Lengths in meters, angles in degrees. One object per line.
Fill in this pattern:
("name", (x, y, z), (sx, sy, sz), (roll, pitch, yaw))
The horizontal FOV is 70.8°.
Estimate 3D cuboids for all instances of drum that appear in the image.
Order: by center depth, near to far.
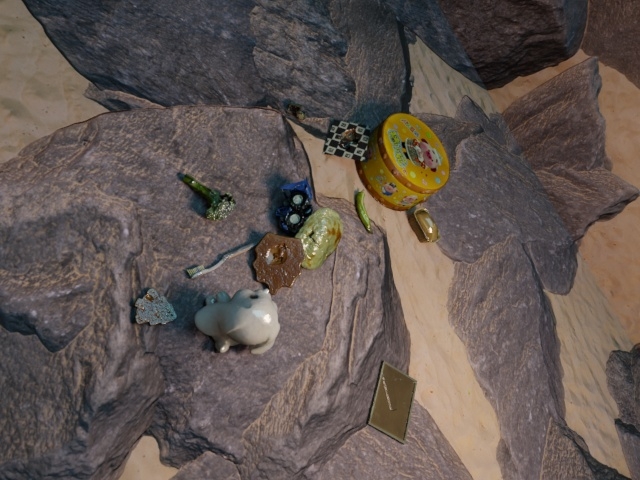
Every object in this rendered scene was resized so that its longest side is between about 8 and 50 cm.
("drum", (0.383, -0.368, 2.106), (0.430, 0.214, 0.432), (15, 61, -28))

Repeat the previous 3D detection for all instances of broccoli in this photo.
("broccoli", (-0.386, -0.155, 1.548), (0.204, 0.118, 0.122), (40, 80, 7))

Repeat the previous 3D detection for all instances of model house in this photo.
("model house", (-0.102, -0.568, 1.970), (0.083, 0.057, 0.058), (17, 31, -6))

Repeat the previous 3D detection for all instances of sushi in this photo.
("sushi", (0.123, -0.443, 2.039), (0.192, 0.040, 0.210), (12, 62, 6))

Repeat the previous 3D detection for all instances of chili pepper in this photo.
("chili pepper", (0.185, -0.126, 1.967), (0.049, 0.043, 0.208), (15, 62, -58))

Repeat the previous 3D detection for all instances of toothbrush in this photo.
("toothbrush", (-0.292, 0.045, 1.551), (0.375, 0.028, 0.037), (-28, 78, -40))

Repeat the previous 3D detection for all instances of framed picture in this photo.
("framed picture", (0.273, 0.604, 1.690), (0.184, 0.016, 0.250), (34, 53, -18))

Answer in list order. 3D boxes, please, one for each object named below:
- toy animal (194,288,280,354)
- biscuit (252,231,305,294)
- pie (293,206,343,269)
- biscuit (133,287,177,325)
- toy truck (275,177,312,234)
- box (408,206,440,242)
("toy animal", (-0.247, 0.244, 1.349), (0.248, 0.289, 0.174), (14, 61, -6))
("biscuit", (-0.149, 0.086, 1.586), (0.182, 0.034, 0.216), (12, 80, -4))
("pie", (0.000, 0.000, 1.689), (0.248, 0.090, 0.201), (-55, 136, -12))
("biscuit", (-0.489, 0.209, 1.339), (0.129, 0.019, 0.120), (29, 54, -20))
("toy truck", (-0.098, -0.130, 1.709), (0.126, 0.113, 0.208), (9, 72, 12))
("box", (0.490, -0.068, 2.108), (0.111, 0.111, 0.177), (-26, 84, -40))
